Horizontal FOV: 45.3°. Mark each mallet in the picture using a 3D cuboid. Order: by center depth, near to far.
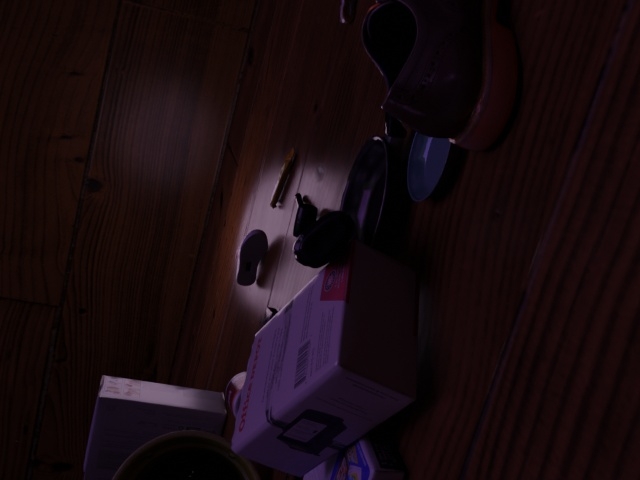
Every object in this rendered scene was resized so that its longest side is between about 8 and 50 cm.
[{"bbox_3d":[-0.037,-0.048,1.457,0.189,0.039,0.062,-123,44,-77],"label":"mallet"}]

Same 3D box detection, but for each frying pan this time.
[{"bbox_3d":[0.076,-0.105,1.023,0.197,0.053,0.326,-168,91,-76],"label":"frying pan"}]

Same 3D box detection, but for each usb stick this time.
[{"bbox_3d":[0.000,0.000,0.941,0.077,0.045,0.278,-40,1,-2],"label":"usb stick"}]

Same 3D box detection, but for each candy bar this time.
[{"bbox_3d":[-0.087,-0.139,1.735,0.040,0.018,0.161,-90,18,-49],"label":"candy bar"}]

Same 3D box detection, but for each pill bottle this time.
[{"bbox_3d":[-0.131,0.293,1.430,0.152,0.086,0.086,-176,98,-76],"label":"pill bottle"}]

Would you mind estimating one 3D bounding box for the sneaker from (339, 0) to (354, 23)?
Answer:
[{"bbox_3d":[0.049,-0.446,1.432,0.037,0.032,0.083,175,107,-75],"label":"sneaker"}]

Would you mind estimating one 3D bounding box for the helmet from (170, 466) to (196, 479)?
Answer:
[{"bbox_3d":[-0.267,0.545,1.601,0.161,0.169,0.169,-62,15,0],"label":"helmet"}]

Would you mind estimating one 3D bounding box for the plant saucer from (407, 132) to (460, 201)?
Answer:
[{"bbox_3d":[0.131,-0.100,0.869,0.119,0.021,0.119,-168,90,-76],"label":"plant saucer"}]

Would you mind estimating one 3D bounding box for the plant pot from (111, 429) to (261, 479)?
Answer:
[{"bbox_3d":[-0.240,0.496,1.409,0.254,0.276,0.276,110,168,-72],"label":"plant pot"}]

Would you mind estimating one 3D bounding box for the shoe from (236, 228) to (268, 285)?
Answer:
[{"bbox_3d":[-0.169,0.022,1.830,0.081,0.064,0.178,-101,22,-45],"label":"shoe"}]

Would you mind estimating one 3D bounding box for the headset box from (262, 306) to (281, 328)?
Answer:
[{"bbox_3d":[-0.091,0.168,1.483,0.062,0.032,0.083,-163,86,-75],"label":"headset box"}]

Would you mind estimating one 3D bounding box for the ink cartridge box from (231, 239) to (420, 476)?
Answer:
[{"bbox_3d":[0.004,0.141,0.878,0.237,0.100,0.172,-46,25,42],"label":"ink cartridge box"}]

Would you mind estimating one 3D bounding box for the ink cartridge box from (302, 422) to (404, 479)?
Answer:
[{"bbox_3d":[0.026,0.297,0.909,0.206,0.045,0.208,-117,43,-68],"label":"ink cartridge box"}]

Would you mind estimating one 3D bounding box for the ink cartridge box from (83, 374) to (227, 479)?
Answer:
[{"bbox_3d":[-0.415,0.502,1.900,0.130,0.310,0.271,-126,50,-71],"label":"ink cartridge box"}]

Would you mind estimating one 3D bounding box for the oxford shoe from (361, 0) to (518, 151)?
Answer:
[{"bbox_3d":[0.117,-0.258,0.823,0.130,0.133,0.363,117,159,-47],"label":"oxford shoe"}]
